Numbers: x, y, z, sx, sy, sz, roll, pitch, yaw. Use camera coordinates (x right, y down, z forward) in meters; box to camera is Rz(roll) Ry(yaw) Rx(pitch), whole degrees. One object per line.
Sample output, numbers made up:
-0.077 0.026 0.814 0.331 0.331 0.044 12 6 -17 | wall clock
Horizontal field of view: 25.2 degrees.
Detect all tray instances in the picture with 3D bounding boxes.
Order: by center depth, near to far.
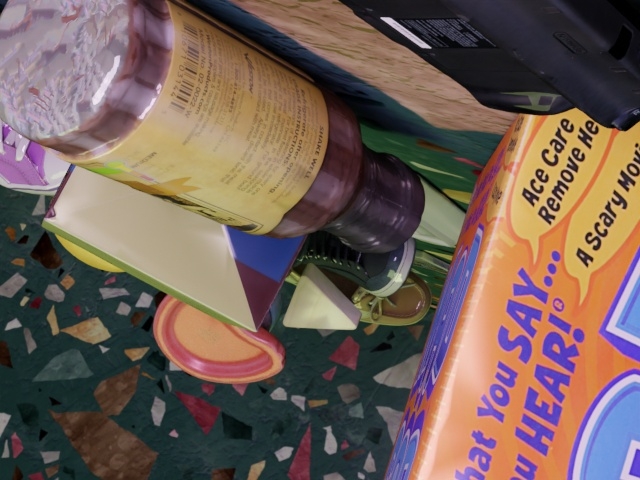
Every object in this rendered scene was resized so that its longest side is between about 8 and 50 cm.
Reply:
0.057 -0.037 1.318 0.145 0.030 0.270 15 175 22 | tray

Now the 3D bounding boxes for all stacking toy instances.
-0.105 -0.002 1.573 0.280 0.130 0.309 -17 121 34 | stacking toy

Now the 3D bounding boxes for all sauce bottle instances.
-0.046 -0.062 0.872 0.111 0.111 0.344 14 174 37 | sauce bottle

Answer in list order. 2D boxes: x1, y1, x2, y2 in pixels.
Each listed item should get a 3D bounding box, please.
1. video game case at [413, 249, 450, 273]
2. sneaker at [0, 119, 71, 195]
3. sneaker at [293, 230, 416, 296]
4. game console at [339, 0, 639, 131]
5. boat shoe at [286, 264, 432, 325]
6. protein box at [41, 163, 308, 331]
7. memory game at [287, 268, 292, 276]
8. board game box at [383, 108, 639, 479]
0.127 0.023 1.912 0.087 0.011 0.122 14 174 33 | video game case
-0.349 -0.123 1.393 0.282 0.102 0.161 16 172 24 | sneaker
-0.001 0.002 1.653 0.163 0.086 0.226 17 178 -26 | sneaker
0.009 -0.111 0.494 0.213 0.044 0.361 16 175 36 | game console
0.031 0.052 2.048 0.285 0.104 0.089 19 178 -11 | boat shoe
-0.126 -0.028 1.257 0.200 0.136 0.201 29 174 -10 | protein box
-0.103 -0.021 1.622 0.186 0.012 0.186 32 149 21 | memory game
0.229 0.155 0.884 0.356 0.356 0.356 17 175 3 | board game box
